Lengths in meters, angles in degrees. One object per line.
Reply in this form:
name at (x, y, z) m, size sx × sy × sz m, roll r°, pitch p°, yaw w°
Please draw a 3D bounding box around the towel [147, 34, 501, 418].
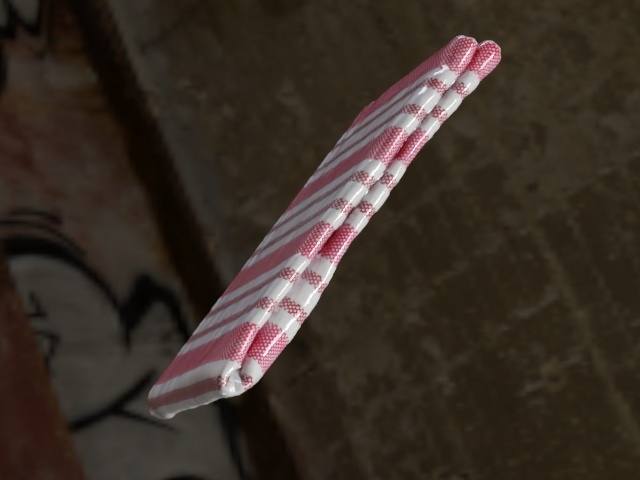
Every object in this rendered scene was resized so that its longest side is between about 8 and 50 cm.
towel at (0.000, 0.000, 0.835) m, size 0.029 × 0.197 × 0.144 m, roll 39°, pitch -17°, yaw -6°
